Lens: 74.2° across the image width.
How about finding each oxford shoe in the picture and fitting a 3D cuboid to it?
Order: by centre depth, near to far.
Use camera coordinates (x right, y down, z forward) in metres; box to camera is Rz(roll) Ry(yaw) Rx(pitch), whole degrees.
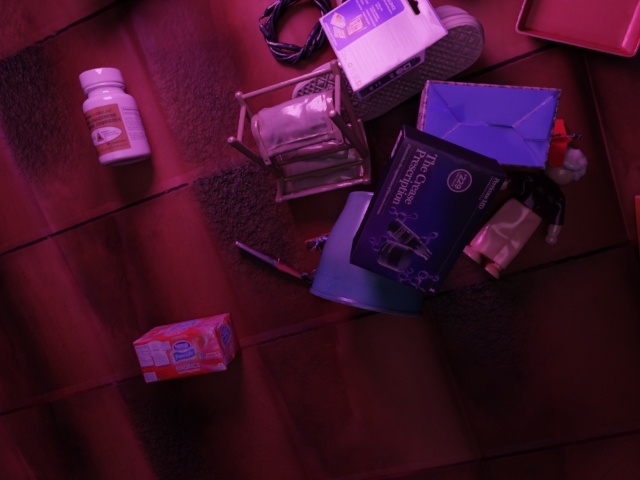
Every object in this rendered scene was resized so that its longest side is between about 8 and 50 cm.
[{"bbox_3d":[0.143,-0.398,0.986,0.449,0.130,0.169,-18,138,22],"label":"oxford shoe"}]

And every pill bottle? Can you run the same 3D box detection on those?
[{"bbox_3d":[-0.540,-0.318,1.109,0.131,0.131,0.229,-12,99,12],"label":"pill bottle"}]

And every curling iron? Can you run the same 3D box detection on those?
[{"bbox_3d":[-0.109,0.061,1.156,0.274,0.035,0.068,25,141,8],"label":"curling iron"}]

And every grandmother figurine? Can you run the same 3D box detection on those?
[{"bbox_3d":[0.485,-0.079,1.003,0.208,0.104,0.342,37,102,-12],"label":"grandmother figurine"}]

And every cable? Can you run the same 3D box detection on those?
[{"bbox_3d":[-0.052,-0.523,1.027,0.184,0.047,0.150,-25,96,13],"label":"cable"}]

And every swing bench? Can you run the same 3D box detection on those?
[{"bbox_3d":[-0.036,-0.234,0.988,0.253,0.255,0.165,-10,59,20],"label":"swing bench"}]

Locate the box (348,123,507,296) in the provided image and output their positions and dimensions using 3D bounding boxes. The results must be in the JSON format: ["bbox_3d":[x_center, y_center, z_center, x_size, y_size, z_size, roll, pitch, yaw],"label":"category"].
[{"bbox_3d":[0.185,-0.051,0.783,0.184,0.103,0.261,20,119,-2],"label":"box"}]

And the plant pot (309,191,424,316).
[{"bbox_3d":[0.130,0.025,1.009,0.271,0.271,0.255,11,88,7],"label":"plant pot"}]

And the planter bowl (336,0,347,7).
[{"bbox_3d":[0.100,-0.574,0.946,0.162,0.162,0.109,-26,70,14],"label":"planter bowl"}]

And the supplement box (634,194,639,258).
[{"bbox_3d":[0.792,0.006,0.974,0.080,0.078,0.233,-9,100,8],"label":"supplement box"}]

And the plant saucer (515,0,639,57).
[{"bbox_3d":[0.585,-0.550,0.913,0.258,0.048,0.259,16,103,6],"label":"plant saucer"}]

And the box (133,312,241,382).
[{"bbox_3d":[-0.376,0.305,1.209,0.257,0.122,0.128,-13,99,12],"label":"box"}]

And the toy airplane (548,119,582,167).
[{"bbox_3d":[0.510,-0.227,0.967,0.151,0.151,0.028,-30,133,14],"label":"toy airplane"}]

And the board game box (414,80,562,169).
[{"bbox_3d":[0.321,-0.237,0.894,0.232,0.291,0.141,7,103,9],"label":"board game box"}]

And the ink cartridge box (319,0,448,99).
[{"bbox_3d":[0.127,-0.432,0.876,0.208,0.045,0.206,-27,72,18],"label":"ink cartridge box"}]

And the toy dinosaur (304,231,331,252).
[{"bbox_3d":[0.000,0.000,1.138,0.082,0.047,0.090,12,70,16],"label":"toy dinosaur"}]
